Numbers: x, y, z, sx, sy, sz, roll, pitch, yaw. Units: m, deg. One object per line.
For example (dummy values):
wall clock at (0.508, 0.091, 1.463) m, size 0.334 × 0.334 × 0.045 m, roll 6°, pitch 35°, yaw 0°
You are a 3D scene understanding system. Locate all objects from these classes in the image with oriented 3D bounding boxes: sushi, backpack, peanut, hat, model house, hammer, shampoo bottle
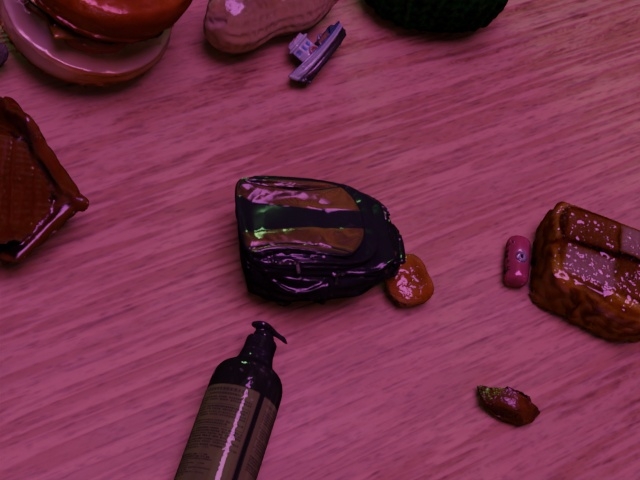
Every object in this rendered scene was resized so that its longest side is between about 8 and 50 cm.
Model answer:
sushi at (0.274, 0.234, 1.696) m, size 0.099 × 0.050 × 0.047 m, roll 32°, pitch 52°, yaw -11°
backpack at (0.000, 0.000, 1.686) m, size 0.258 × 0.133 × 0.206 m, roll 0°, pitch 56°, yaw -14°
peanut at (-0.082, -0.375, 1.869) m, size 0.256 × 0.123 × 0.124 m, roll -27°, pitch 74°, yaw -33°
hat at (0.211, -0.494, 1.892) m, size 0.274 × 0.332 × 0.242 m, roll -9°, pitch 65°, yaw -19°
model house at (-0.453, -0.090, 1.587) m, size 0.229 × 0.199 × 0.220 m, roll 9°, pitch 98°, yaw -45°
hammer at (0.303, 0.032, 1.813) m, size 0.043 × 0.043 × 0.083 m, roll 16°, pitch 61°, yaw -9°
shampoo bottle at (-0.110, 0.232, 1.547) m, size 0.101 × 0.101 × 0.284 m, roll 21°, pitch 59°, yaw -6°

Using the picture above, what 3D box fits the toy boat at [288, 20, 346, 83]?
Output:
toy boat at (-0.014, -0.305, 1.881) m, size 0.066 × 0.059 × 0.140 m, roll 39°, pitch 60°, yaw -9°

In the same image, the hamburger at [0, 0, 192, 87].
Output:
hamburger at (-0.330, -0.372, 1.725) m, size 0.290 × 0.225 × 0.291 m, roll 11°, pitch 61°, yaw -20°

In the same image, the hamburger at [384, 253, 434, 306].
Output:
hamburger at (0.129, 0.059, 1.744) m, size 0.076 × 0.044 × 0.083 m, roll -18°, pitch 72°, yaw -23°

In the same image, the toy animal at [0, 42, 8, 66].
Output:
toy animal at (-0.549, -0.215, 1.660) m, size 0.070 × 0.079 × 0.253 m, roll 32°, pitch 55°, yaw 28°

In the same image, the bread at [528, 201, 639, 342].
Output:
bread at (0.433, 0.049, 1.815) m, size 0.222 × 0.096 × 0.181 m, roll 22°, pitch 57°, yaw -5°
